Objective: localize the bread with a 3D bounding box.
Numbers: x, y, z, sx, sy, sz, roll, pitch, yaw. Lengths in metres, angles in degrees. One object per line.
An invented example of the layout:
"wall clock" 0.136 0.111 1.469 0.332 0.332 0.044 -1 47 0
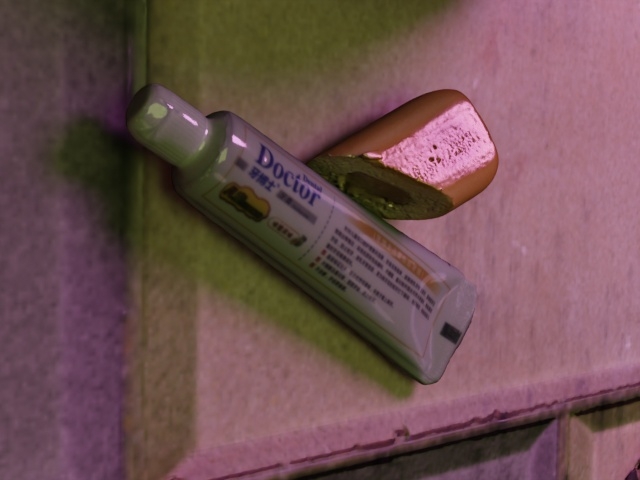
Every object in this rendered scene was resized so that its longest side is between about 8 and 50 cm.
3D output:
"bread" 0.044 -0.036 0.566 0.103 0.049 0.062 -33 95 -33

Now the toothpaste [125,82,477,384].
"toothpaste" 0.000 0.000 0.540 0.255 0.037 0.067 36 76 -40

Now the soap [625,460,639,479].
"soap" 0.272 0.277 0.781 0.135 0.076 0.233 -44 120 -30
